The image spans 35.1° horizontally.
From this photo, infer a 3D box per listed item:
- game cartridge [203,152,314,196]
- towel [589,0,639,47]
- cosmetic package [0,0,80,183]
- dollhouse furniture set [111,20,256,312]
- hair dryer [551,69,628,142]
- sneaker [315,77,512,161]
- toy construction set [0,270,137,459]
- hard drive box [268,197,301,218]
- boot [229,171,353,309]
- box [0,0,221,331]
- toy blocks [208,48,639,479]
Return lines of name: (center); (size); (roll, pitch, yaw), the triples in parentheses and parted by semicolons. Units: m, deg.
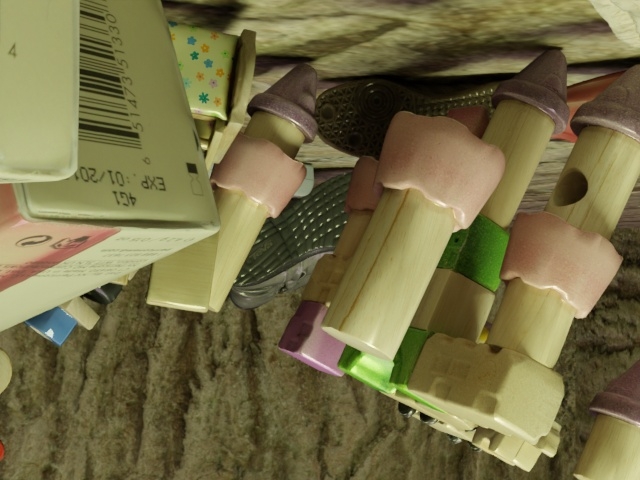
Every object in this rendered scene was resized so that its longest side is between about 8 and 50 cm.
game cartridge: (-0.169, -0.090, 1.440); (0.294, 0.060, 0.196); (2, 174, -32)
towel: (0.249, -0.114, 0.391); (0.282, 0.049, 0.187); (-1, 179, 25)
cosmetic package: (-0.242, -0.084, 0.363); (0.296, 0.129, 0.153); (-1, 179, 32)
dollhouse furniture set: (-0.142, -0.052, 0.583); (0.182, 0.161, 0.101); (10, 167, -13)
hair dryer: (0.304, -0.085, 0.763); (0.293, 0.080, 0.223); (2, 179, -19)
sneaker: (0.090, -0.095, 0.816); (0.188, 0.066, 0.071); (2, -176, 14)
toy construction set: (-0.302, 0.000, 0.805); (0.257, 0.309, 0.237); (14, 175, -43)
hard drive box: (-0.170, -0.038, 1.673); (0.232, 0.089, 0.181); (-4, -166, -45)
boot: (0.000, 0.000, 1.582); (0.338, 0.118, 0.223); (-17, 165, 0)
box: (-0.187, -0.036, 0.493); (0.232, 0.149, 0.127); (-23, 167, 30)
toy blocks: (0.109, -0.011, 0.688); (0.309, 0.260, 0.288); (32, 167, -28)
